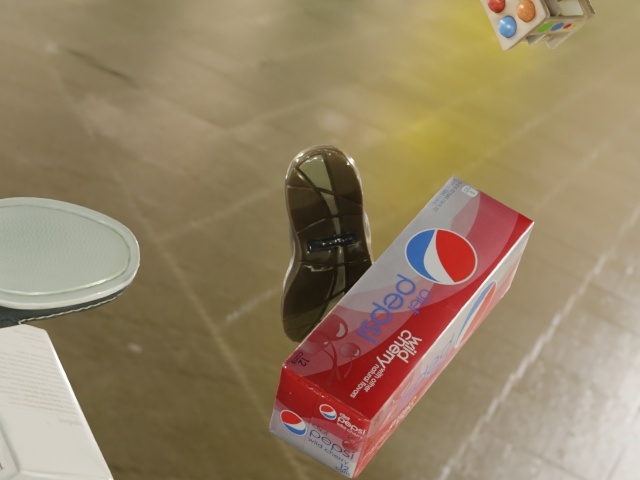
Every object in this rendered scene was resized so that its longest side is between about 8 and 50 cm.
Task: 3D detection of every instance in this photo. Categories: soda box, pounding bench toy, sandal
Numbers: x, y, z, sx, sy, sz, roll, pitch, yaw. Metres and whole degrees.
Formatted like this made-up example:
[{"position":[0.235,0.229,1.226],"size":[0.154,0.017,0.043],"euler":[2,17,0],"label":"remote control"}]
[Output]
[{"position":[0.068,0.065,1.266],"size":[0.083,0.092,0.263],"euler":[31,51,15],"label":"soda box"},{"position":[0.175,-0.191,1.222],"size":[0.065,0.083,0.052],"euler":[-8,69,-40],"label":"pounding bench toy"},{"position":[0.000,0.000,1.413],"size":[0.090,0.219,0.060],"euler":[-9,37,-4],"label":"sandal"}]

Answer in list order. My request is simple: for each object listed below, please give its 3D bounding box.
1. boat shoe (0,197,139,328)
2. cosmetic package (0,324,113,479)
[{"position":[-0.307,0.031,1.377],"size":[0.302,0.091,0.114],"euler":[2,55,0],"label":"boat shoe"},{"position":[-0.322,0.187,1.485],"size":[0.151,0.151,0.183],"euler":[24,32,-60],"label":"cosmetic package"}]
